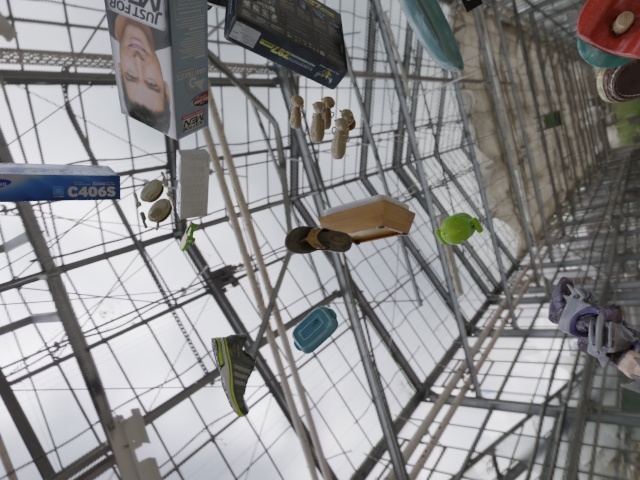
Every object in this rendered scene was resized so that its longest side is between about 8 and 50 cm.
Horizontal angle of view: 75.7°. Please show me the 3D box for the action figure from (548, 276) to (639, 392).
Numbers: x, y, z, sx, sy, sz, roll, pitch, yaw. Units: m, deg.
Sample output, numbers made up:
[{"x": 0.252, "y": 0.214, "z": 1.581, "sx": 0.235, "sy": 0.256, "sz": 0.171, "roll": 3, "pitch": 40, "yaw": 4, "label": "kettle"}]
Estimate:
[{"x": 0.404, "y": 0.133, "z": 0.520, "sx": 0.185, "sy": 0.285, "sz": 0.099, "roll": 25, "pitch": -84, "yaw": -2, "label": "action figure"}]

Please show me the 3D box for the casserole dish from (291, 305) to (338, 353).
[{"x": -0.025, "y": 0.308, "z": 1.436, "sx": 0.188, "sy": 0.114, "sz": 0.037, "roll": -43, "pitch": -32, "yaw": 1, "label": "casserole dish"}]

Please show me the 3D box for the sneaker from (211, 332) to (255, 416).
[{"x": -0.268, "y": 0.444, "z": 1.364, "sx": 0.121, "sy": 0.111, "sz": 0.300, "roll": -16, "pitch": -73, "yaw": -22, "label": "sneaker"}]

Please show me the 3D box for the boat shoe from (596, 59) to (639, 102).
[{"x": 0.641, "y": -0.323, "z": 0.655, "sx": 0.123, "sy": 0.342, "sz": 0.123, "roll": 60, "pitch": -161, "yaw": -25, "label": "boat shoe"}]

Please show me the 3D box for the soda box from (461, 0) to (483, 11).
[{"x": 0.481, "y": -0.850, "z": 1.368, "sx": 0.169, "sy": 0.060, "sz": 0.053, "roll": 32, "pitch": -131, "yaw": -45, "label": "soda box"}]

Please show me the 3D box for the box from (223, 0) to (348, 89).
[{"x": -0.061, "y": -0.411, "z": 0.785, "sx": 0.233, "sy": 0.059, "sz": 0.183, "roll": 14, "pitch": -123, "yaw": -30, "label": "box"}]

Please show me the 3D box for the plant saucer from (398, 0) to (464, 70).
[{"x": 0.251, "y": -0.541, "z": 0.986, "sx": 0.317, "sy": 0.044, "sz": 0.317, "roll": 33, "pitch": -136, "yaw": -39, "label": "plant saucer"}]

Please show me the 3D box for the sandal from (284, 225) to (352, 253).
[{"x": 0.000, "y": 0.000, "z": 1.259, "sx": 0.219, "sy": 0.060, "sz": 0.090, "roll": 6, "pitch": -103, "yaw": -16, "label": "sandal"}]

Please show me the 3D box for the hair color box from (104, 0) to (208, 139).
[{"x": -0.353, "y": -0.435, "z": 0.901, "sx": 0.113, "sy": 0.185, "sz": 0.374, "roll": -47, "pitch": -23, "yaw": -45, "label": "hair color box"}]

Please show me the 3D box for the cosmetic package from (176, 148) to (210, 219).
[{"x": -0.437, "y": -0.192, "z": 1.409, "sx": 0.099, "sy": 0.060, "sz": 0.239, "roll": -8, "pitch": -51, "yaw": -30, "label": "cosmetic package"}]

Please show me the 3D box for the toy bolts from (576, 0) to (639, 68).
[{"x": 0.455, "y": -0.324, "z": 0.533, "sx": 0.218, "sy": 0.228, "sz": 0.158, "roll": 38, "pitch": -155, "yaw": 14, "label": "toy bolts"}]

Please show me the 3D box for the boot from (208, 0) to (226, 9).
[{"x": -0.312, "y": -0.650, "z": 1.048, "sx": 0.223, "sy": 0.338, "sz": 0.118, "roll": -51, "pitch": -14, "yaw": -81, "label": "boot"}]

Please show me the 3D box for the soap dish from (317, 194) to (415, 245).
[{"x": 0.173, "y": -0.068, "z": 1.530, "sx": 0.229, "sy": 0.291, "sz": 0.118, "roll": 13, "pitch": -110, "yaw": -49, "label": "soap dish"}]

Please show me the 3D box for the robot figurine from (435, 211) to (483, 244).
[{"x": 0.316, "y": -0.028, "z": 0.945, "sx": 0.115, "sy": 0.101, "sz": 0.067, "roll": -20, "pitch": -89, "yaw": -56, "label": "robot figurine"}]

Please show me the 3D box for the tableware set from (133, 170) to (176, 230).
[{"x": -0.522, "y": -0.122, "z": 1.322, "sx": 0.194, "sy": 0.128, "sz": 0.039, "roll": 54, "pitch": -178, "yaw": 37, "label": "tableware set"}]

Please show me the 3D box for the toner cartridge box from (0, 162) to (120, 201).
[{"x": -0.756, "y": -0.162, "z": 1.135, "sx": 0.348, "sy": 0.165, "sz": 0.075, "roll": -6, "pitch": -69, "yaw": -38, "label": "toner cartridge box"}]

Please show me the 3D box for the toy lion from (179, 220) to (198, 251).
[{"x": -0.499, "y": -0.011, "z": 1.547, "sx": 0.034, "sy": 0.096, "sz": 0.100, "roll": 24, "pitch": -125, "yaw": -33, "label": "toy lion"}]

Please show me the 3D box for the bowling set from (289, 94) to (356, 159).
[{"x": 0.040, "y": -0.435, "z": 1.438, "sx": 0.200, "sy": 0.287, "sz": 0.154, "roll": -37, "pitch": -27, "yaw": -31, "label": "bowling set"}]
